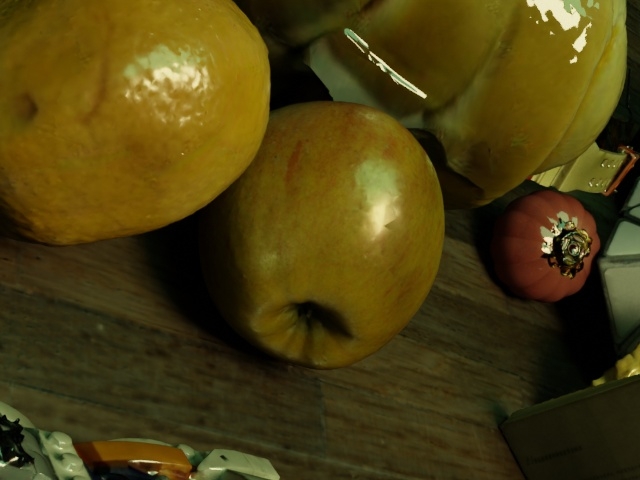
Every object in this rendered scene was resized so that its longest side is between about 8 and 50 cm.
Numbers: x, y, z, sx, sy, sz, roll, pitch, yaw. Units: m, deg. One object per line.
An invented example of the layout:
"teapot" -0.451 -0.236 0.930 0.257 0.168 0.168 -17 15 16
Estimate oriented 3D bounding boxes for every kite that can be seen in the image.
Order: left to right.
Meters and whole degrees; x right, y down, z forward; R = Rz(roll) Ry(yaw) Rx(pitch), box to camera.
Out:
"kite" 0.323 -0.130 1.267 0.183 0.010 0.160 -113 -162 -74

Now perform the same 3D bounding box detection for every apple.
"apple" 0.000 0.000 0.771 0.182 0.182 0.155 35 53 -27

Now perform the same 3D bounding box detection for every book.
"book" 0.273 0.245 0.878 0.025 0.215 0.282 -21 84 -37

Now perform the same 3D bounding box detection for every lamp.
"lamp" 0.212 0.006 1.060 0.107 0.092 0.107 -1 91 -23

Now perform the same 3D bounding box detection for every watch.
"watch" 0.244 -0.106 1.146 0.268 0.102 0.165 9 29 -43

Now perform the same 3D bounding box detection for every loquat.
"loquat" -0.138 -0.085 0.670 0.234 0.187 0.176 -21 92 -21

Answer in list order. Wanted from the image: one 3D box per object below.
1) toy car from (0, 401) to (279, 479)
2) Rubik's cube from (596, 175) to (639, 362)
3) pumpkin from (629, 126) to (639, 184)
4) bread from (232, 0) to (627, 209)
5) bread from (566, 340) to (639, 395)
"toy car" -0.116 0.148 0.529 0.301 0.118 0.193 27 9 -34
"Rubik's cube" 0.404 0.057 1.096 0.205 0.207 0.205 -46 127 -52
"pumpkin" 0.490 -0.081 1.303 0.232 0.242 0.325 57 33 -15
"bread" 0.069 -0.149 0.855 0.341 0.300 0.210 41 47 -25
"bread" 0.347 0.198 0.972 0.262 0.204 0.162 43 14 -15
